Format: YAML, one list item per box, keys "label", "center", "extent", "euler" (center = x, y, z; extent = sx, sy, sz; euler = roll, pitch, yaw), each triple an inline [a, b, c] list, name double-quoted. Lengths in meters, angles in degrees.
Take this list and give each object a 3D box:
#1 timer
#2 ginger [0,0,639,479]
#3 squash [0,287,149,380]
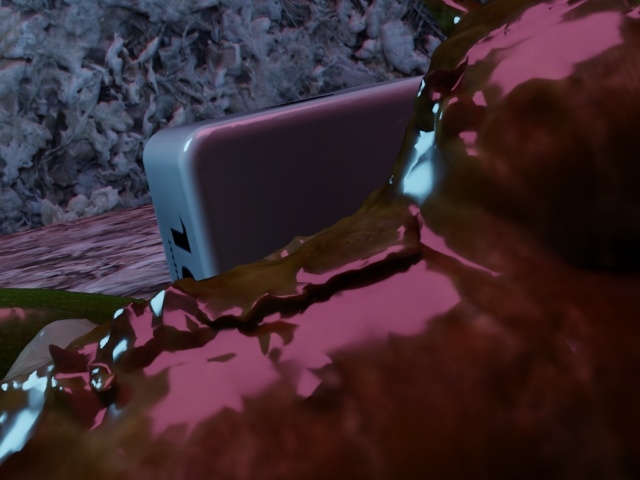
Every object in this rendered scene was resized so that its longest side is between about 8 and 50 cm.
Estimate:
- label: "timer"
  center: [0.000, 0.000, 0.743]
  extent: [0.194, 0.193, 0.195]
  euler: [-14, 9, -14]
- label: "ginger"
  center: [0.042, 0.025, 0.415]
  extent: [0.418, 0.254, 0.176]
  euler: [-20, -13, -8]
- label: "squash"
  center: [-0.058, 0.072, 0.517]
  extent: [0.292, 0.082, 0.082]
  euler: [10, -4, -30]
